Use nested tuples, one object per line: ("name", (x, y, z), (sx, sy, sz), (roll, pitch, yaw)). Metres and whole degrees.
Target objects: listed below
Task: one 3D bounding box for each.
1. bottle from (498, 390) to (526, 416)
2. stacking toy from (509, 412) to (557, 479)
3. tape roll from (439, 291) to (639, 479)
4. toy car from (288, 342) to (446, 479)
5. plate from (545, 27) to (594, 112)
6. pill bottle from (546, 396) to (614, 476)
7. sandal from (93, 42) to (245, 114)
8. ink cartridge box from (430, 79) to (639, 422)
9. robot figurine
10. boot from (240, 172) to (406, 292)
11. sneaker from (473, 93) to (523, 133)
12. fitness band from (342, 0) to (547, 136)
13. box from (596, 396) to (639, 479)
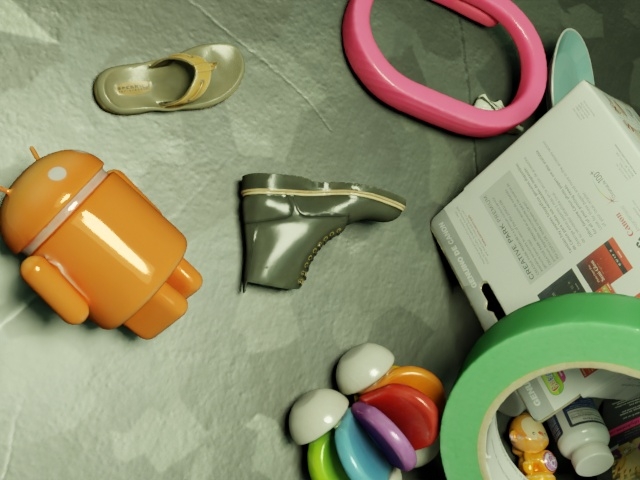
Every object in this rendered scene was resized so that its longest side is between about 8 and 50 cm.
("bottle", (0.325, 0.122, 1.078), (0.283, 0.118, 0.092), (-33, 128, -27))
("stacking toy", (0.282, 0.364, 1.018), (0.175, 0.166, 0.302), (12, 62, -28))
("tape roll", (0.289, 0.214, 0.853), (0.321, 0.321, 0.077), (59, 30, -7))
("toy car", (0.069, 0.213, 0.920), (0.182, 0.136, 0.159), (-41, 101, -26))
("plate", (0.354, -0.206, 1.167), (0.188, 0.024, 0.188), (3, 86, -55))
("pill bottle", (0.332, 0.241, 1.059), (0.067, 0.067, 0.120), (18, 34, -24))
("sandal", (-0.161, -0.182, 0.915), (0.180, 0.049, 0.072), (-17, 90, -28))
("ink cartridge box", (0.315, 0.021, 0.973), (0.130, 0.272, 0.309), (12, 45, -43))
("robot figurine", (-0.222, 0.001, 0.809), (0.219, 0.128, 0.158), (44, 72, -14))
("boot", (0.000, 0.000, 0.964), (0.198, 0.077, 0.137), (5, 84, -13))
("sneaker", (0.250, -0.177, 1.136), (0.083, 0.032, 0.037), (22, 73, -23))
("fitness band", (0.169, -0.253, 1.078), (0.291, 0.054, 0.209), (18, 70, -17))
("box", (0.456, 0.317, 1.037), (0.165, 0.143, 0.270), (51, 34, -11))
